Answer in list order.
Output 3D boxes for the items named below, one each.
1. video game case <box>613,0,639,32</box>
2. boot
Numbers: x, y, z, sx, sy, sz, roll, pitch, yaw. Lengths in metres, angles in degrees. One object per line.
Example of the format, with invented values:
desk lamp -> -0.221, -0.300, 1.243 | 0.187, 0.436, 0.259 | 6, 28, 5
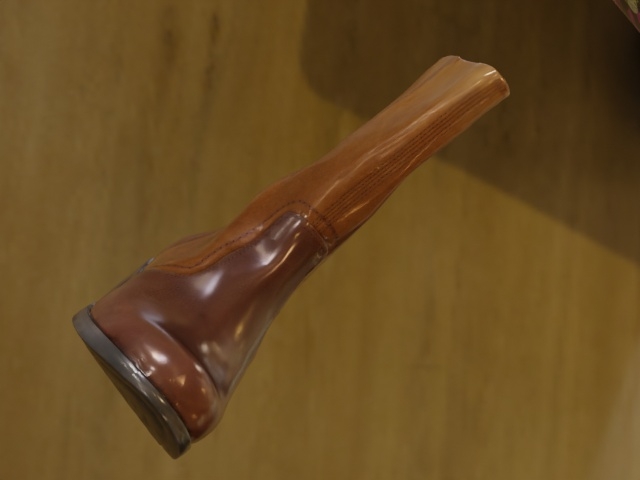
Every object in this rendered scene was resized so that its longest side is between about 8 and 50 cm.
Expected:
video game case -> 0.223, -0.190, 1.031 | 0.042, 0.232, 0.210 | -25, 146, -10
boot -> 0.000, 0.000, 0.995 | 0.096, 0.280, 0.264 | 55, 2, -3
